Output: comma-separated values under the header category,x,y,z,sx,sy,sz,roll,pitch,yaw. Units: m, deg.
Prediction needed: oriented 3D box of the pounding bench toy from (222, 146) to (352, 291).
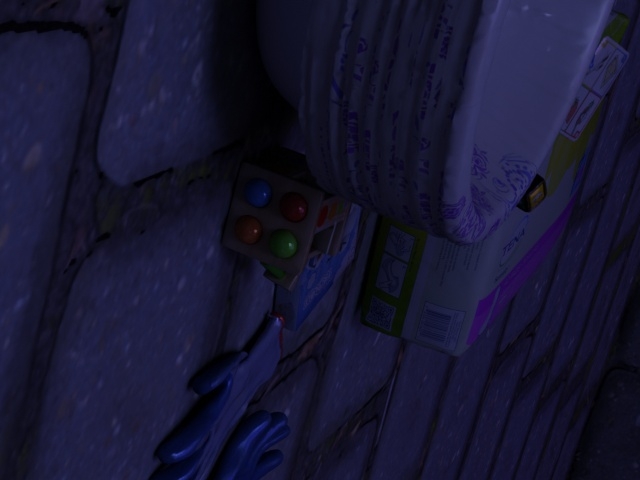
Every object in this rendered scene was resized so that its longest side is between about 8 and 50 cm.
category,x,y,z,sx,sy,sz,roll,pitch,yaw
pounding bench toy,-0.022,-0.003,0.910,0.065,0.052,0.083,-29,138,-64

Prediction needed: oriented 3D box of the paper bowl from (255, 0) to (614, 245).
category,x,y,z,sx,sy,sz,roll,pitch,yaw
paper bowl,0.069,-0.151,0.850,0.284,0.148,0.284,-57,159,-35

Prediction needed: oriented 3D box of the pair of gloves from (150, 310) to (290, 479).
category,x,y,z,sx,sy,sz,roll,pitch,yaw
pair of gloves,-0.061,0.140,1.015,0.159,0.023,0.198,-52,157,-43

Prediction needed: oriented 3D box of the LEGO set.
category,x,y,z,sx,sy,sz,roll,pitch,yaw
LEGO set,0.187,-0.130,1.057,0.244,0.060,0.182,-58,147,8

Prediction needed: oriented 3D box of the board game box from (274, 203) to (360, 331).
category,x,y,z,sx,sy,sz,roll,pitch,yaw
board game box,0.000,0.000,1.036,0.090,0.020,0.090,-51,157,-45

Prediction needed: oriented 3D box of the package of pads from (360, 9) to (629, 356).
category,x,y,z,sx,sy,sz,roll,pitch,yaw
package of pads,0.148,-0.069,1.265,0.296,0.101,0.229,-42,149,-56
